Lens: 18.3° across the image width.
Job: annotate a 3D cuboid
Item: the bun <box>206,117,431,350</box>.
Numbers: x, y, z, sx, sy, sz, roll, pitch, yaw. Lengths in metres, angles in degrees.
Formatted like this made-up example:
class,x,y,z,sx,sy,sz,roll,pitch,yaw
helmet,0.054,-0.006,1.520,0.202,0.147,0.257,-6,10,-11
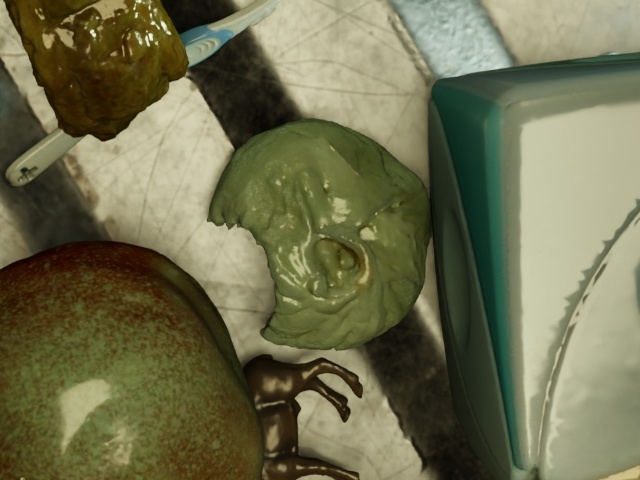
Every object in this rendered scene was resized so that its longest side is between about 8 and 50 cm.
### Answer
class,x,y,z,sx,sy,sz,roll,pitch,yaw
bun,0.000,0.000,1.766,0.212,0.126,0.204,35,89,-8

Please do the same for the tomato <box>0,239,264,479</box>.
class,x,y,z,sx,sy,sz,roll,pitch,yaw
tomato,-0.180,0.141,1.681,0.239,0.303,0.303,-20,98,-6

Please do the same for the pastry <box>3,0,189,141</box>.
class,x,y,z,sx,sy,sz,roll,pitch,yaw
pastry,-0.210,-0.203,1.667,0.132,0.235,0.240,-31,78,1

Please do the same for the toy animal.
class,x,y,z,sx,sy,sz,roll,pitch,yaw
toy animal,-0.057,0.211,1.807,0.186,0.094,0.214,0,89,-11

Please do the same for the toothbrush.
class,x,y,z,sx,sy,sz,roll,pitch,yaw
toothbrush,-0.123,-0.165,1.777,0.386,0.040,0.040,-38,99,-1

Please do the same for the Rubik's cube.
class,x,y,z,sx,sy,sz,roll,pitch,yaw
Rubik's cube,0.286,0.016,1.684,0.347,0.351,0.352,-5,99,-5
